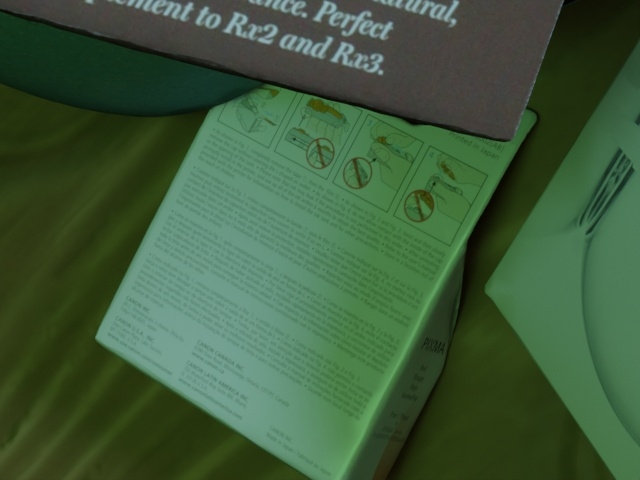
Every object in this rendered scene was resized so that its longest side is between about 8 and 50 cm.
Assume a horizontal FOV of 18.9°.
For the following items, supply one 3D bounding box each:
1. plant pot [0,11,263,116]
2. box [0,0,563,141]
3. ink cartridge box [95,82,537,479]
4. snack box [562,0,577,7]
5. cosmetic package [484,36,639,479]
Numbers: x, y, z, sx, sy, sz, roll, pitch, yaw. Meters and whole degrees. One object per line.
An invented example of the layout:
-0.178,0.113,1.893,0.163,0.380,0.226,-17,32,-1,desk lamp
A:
-0.127,-0.198,0.781,0.290,0.195,0.290,1,92,34,plant pot
-0.023,-0.151,0.596,0.167,0.168,0.203,-71,24,13,box
0.000,0.000,0.834,0.145,0.045,0.179,30,92,28,ink cartridge box
0.114,-0.189,0.599,0.322,0.060,0.187,-19,60,63,snack box
0.224,-0.032,0.521,0.377,0.097,0.284,-61,42,28,cosmetic package
